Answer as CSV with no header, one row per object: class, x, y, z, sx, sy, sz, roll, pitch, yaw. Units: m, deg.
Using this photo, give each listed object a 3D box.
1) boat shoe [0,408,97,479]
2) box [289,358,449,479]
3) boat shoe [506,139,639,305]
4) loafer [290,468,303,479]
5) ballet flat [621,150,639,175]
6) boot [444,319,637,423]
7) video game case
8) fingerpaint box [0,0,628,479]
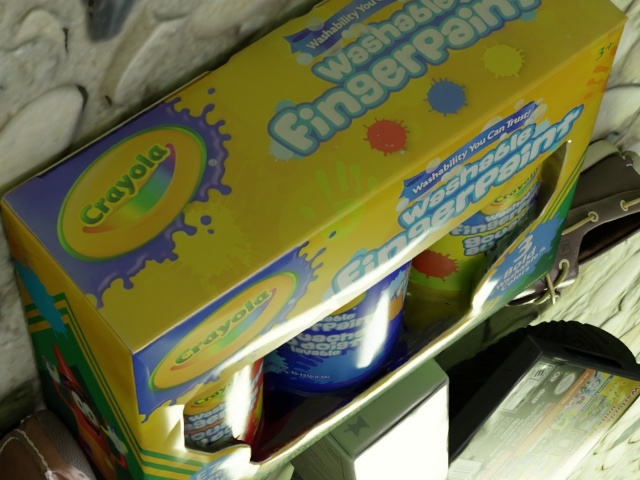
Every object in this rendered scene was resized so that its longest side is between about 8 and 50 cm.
boat shoe,-0.264,0.265,1.475,0.116,0.123,0.324,-22,149,-36
box,0.036,0.172,1.714,0.121,0.148,0.311,-37,160,-12
boat shoe,0.229,0.006,1.809,0.324,0.097,0.116,-32,157,-38
loafer,-0.006,0.330,1.976,0.087,0.094,0.251,9,111,-52
ballet flat,0.355,-0.055,1.999,0.052,0.057,0.168,-51,158,-4
boot,0.215,0.248,2.197,0.348,0.131,0.260,-16,141,-28
video game case,0.228,0.232,2.044,0.248,0.035,0.275,16,118,-49
fingerpaint box,0.000,0.000,1.372,0.445,0.163,0.371,-34,156,-21
